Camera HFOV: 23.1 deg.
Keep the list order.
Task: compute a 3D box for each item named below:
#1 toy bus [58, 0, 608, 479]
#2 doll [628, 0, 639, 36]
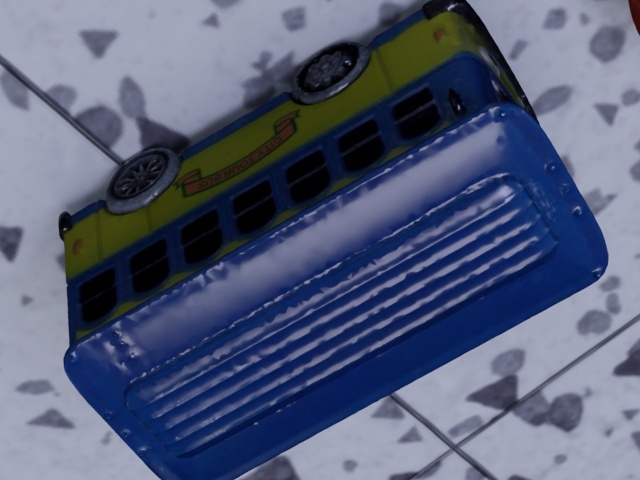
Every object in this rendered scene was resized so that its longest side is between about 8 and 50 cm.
[{"bbox_3d":[0.000,0.000,0.907,0.288,0.175,0.138,-30,124,10],"label":"toy bus"},{"bbox_3d":[0.245,-0.159,0.869,0.290,0.130,0.161,39,97,-15],"label":"doll"}]
